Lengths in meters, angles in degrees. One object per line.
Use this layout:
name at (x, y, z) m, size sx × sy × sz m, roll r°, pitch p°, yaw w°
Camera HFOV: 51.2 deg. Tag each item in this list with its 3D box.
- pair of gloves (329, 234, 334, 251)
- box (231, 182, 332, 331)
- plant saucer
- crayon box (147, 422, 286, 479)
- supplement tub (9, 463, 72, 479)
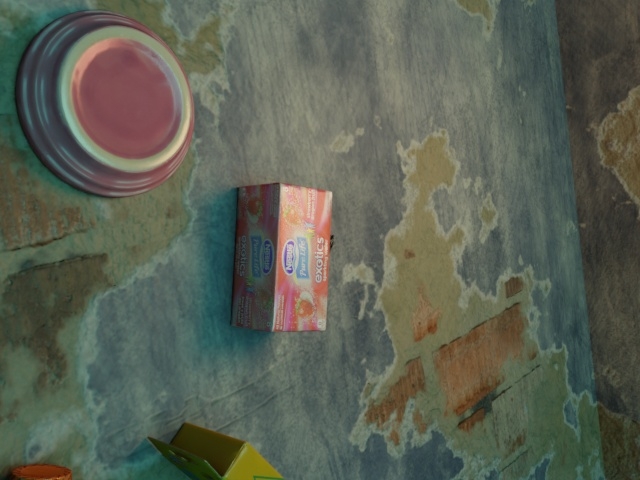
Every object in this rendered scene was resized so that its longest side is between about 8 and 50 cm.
pair of gloves at (0.000, 0.000, 1.569) m, size 0.083 × 0.010 × 0.074 m, roll 48°, pitch 59°, yaw -33°
box at (-0.082, 0.037, 1.399) m, size 0.154 × 0.142 × 0.300 m, roll 6°, pitch 85°, yaw -43°
plant saucer at (-0.355, -0.242, 1.179) m, size 0.332 × 0.084 × 0.332 m, roll 0°, pitch 90°, yaw -43°
crayon box at (-0.162, 0.458, 1.281) m, size 0.318 × 0.202 × 0.081 m, roll 54°, pitch 55°, yaw -30°
supplement tub at (-0.455, 0.462, 1.058) m, size 0.117 × 0.117 × 0.190 m, roll 10°, pitch 83°, yaw -43°
